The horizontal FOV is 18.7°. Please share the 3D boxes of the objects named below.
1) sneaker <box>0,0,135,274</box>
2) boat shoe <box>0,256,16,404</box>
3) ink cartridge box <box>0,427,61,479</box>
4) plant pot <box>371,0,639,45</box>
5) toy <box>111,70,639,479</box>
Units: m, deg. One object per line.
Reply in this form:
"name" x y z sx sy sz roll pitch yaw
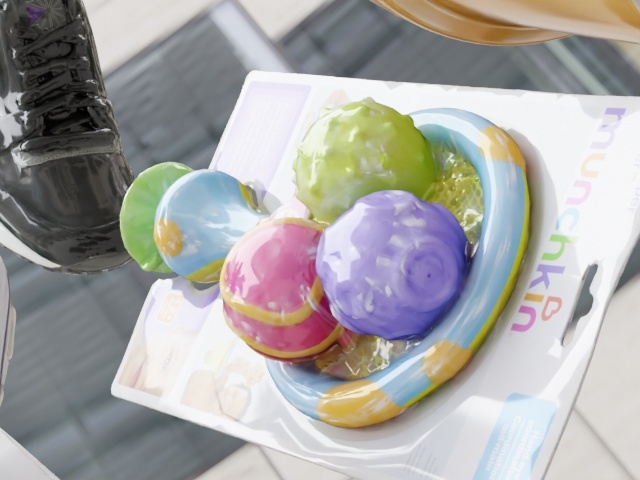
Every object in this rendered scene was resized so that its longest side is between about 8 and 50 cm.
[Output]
"sneaker" -0.189 -0.108 1.242 0.107 0.283 0.124 -13 -37 -26
"boat shoe" -0.103 0.049 0.536 0.035 0.100 0.035 -1 -34 8
"ink cartridge box" -0.196 0.179 0.548 0.270 0.197 0.198 -22 -49 -35
"plant pot" 0.102 -0.152 0.675 0.205 0.188 0.205 -11 -63 -23
"toy" 0.000 0.000 0.635 0.056 0.237 0.137 29 -101 -31
